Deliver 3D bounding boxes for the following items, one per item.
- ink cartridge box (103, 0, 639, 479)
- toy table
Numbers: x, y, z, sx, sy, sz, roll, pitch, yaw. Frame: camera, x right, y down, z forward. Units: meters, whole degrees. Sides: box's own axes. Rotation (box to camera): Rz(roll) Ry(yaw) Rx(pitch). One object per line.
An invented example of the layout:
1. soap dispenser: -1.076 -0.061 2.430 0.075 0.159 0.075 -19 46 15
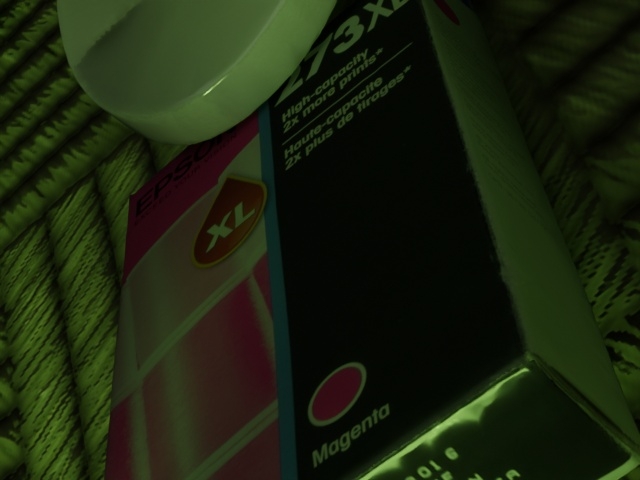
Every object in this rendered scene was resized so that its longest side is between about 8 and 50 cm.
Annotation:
1. ink cartridge box: 0.000 0.000 0.577 0.176 0.069 0.371 -39 25 19
2. toy table: -0.089 -0.195 0.641 0.252 0.161 0.274 -27 52 24
